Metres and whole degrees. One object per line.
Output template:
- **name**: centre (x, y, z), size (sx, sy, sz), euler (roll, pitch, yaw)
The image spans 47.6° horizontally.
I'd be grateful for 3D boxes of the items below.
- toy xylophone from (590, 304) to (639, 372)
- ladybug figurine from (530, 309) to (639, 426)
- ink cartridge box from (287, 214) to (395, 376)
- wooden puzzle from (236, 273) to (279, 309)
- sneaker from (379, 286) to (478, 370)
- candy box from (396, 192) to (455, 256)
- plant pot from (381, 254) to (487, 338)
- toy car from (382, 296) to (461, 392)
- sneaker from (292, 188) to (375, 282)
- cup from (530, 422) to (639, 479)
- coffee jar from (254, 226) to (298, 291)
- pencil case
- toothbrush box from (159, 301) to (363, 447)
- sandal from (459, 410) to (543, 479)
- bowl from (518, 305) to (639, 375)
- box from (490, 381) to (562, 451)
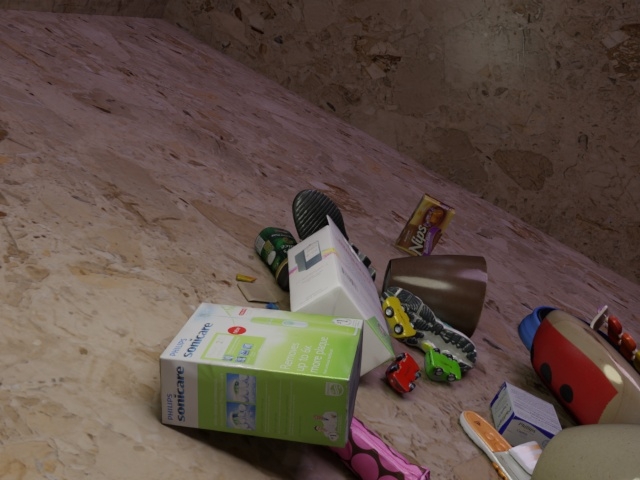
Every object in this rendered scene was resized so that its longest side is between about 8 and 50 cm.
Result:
- **toy xylophone**: centre (0.780, 0.318, 1.816), size (0.323, 0.081, 0.236), euler (56, 5, 21)
- **ladybug figurine**: centre (0.638, 0.343, 1.711), size (0.305, 0.162, 0.449), euler (53, 3, -34)
- **ink cartridge box**: centre (0.033, 0.110, 1.539), size (0.207, 0.119, 0.353), euler (53, 12, -22)
- **wooden puzzle**: centre (-0.138, 0.113, 1.574), size (0.078, 0.014, 0.116), euler (10, 27, -30)
- **sneaker**: centre (0.254, 0.217, 1.732), size (0.275, 0.107, 0.110), euler (39, 5, 13)
- **candy box**: centre (0.325, -0.040, 2.255), size (0.109, 0.187, 0.053), euler (27, 24, -4)
- **plant pot**: centre (0.278, 0.124, 1.838), size (0.230, 0.215, 0.215), euler (11, 22, -1)
- **toy car**: centre (0.215, 0.258, 1.578), size (0.225, 0.053, 0.239), euler (30, 39, -29)
- **sneaker**: centre (0.000, 0.000, 1.751), size (0.146, 0.122, 0.330), euler (26, -24, 48)
- **cup**: centre (0.500, 0.444, 1.228), size (0.331, 0.331, 0.237), euler (7, 9, -44)
- **coffee jar**: centre (-0.079, 0.047, 1.706), size (0.096, 0.079, 0.184), euler (12, 27, -37)
- **pencil case**: centre (0.083, 0.347, 1.180), size (0.209, 0.098, 0.095), euler (35, 40, 20)
- **toothbrush box**: centre (-0.083, 0.203, 1.145), size (0.283, 0.122, 0.206), euler (4, 19, 9)
- **sandal**: centre (0.380, 0.412, 1.421), size (0.102, 0.076, 0.265), euler (4, 31, -46)
- **bowl**: centre (0.764, 0.327, 2.099), size (0.391, 0.077, 0.391), euler (24, 21, -10)
- **box**: centre (0.442, 0.389, 1.559), size (0.126, 0.072, 0.137), euler (27, 20, -4)
